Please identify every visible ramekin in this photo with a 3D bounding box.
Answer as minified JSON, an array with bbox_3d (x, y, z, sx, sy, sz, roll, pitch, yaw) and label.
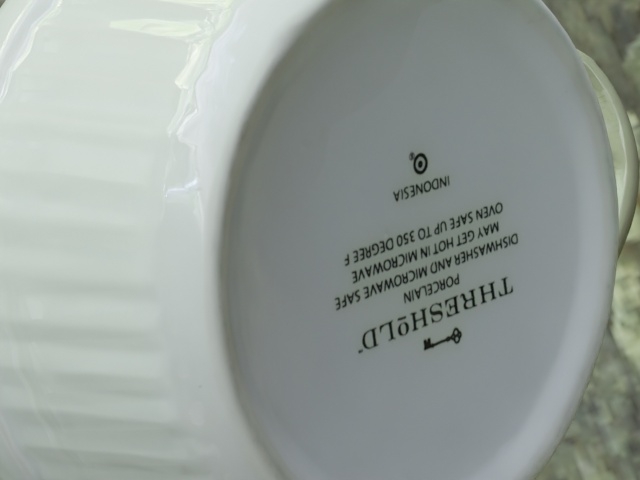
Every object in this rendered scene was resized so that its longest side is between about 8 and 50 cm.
[{"bbox_3d":[0.000,0.000,0.569,0.273,0.127,0.273,-4,-84,-43],"label":"ramekin"}]

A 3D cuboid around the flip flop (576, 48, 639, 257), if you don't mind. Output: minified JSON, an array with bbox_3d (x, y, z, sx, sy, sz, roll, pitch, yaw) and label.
[{"bbox_3d":[0.094,0.008,0.789,0.080,0.112,0.277,69,-141,-60],"label":"flip flop"}]
